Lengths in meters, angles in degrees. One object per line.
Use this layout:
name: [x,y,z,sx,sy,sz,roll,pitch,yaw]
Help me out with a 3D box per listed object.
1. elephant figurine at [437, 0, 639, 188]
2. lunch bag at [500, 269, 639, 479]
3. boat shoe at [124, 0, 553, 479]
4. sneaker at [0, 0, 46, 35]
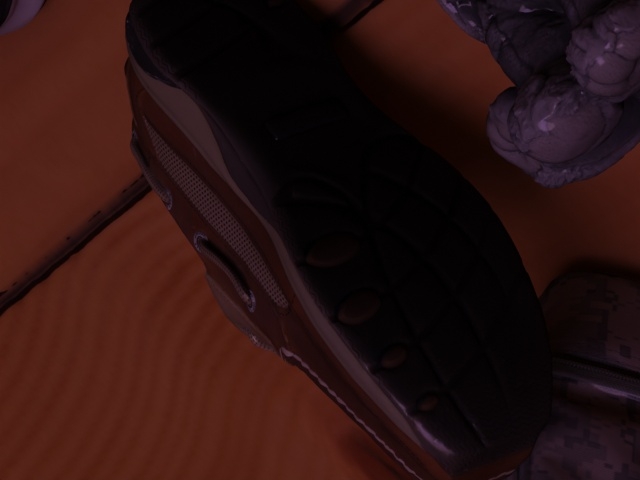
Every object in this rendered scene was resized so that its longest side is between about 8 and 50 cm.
elephant figurine: [0.085,-0.158,0.864,0.169,0.186,0.239,-43,70,5]
lunch bag: [0.159,0.213,1.004,0.212,0.256,0.305,20,128,12]
boat shoe: [0.000,0.000,0.972,0.324,0.122,0.120,56,145,29]
sneaker: [-0.397,-0.133,1.027,0.447,0.257,0.169,5,124,22]
